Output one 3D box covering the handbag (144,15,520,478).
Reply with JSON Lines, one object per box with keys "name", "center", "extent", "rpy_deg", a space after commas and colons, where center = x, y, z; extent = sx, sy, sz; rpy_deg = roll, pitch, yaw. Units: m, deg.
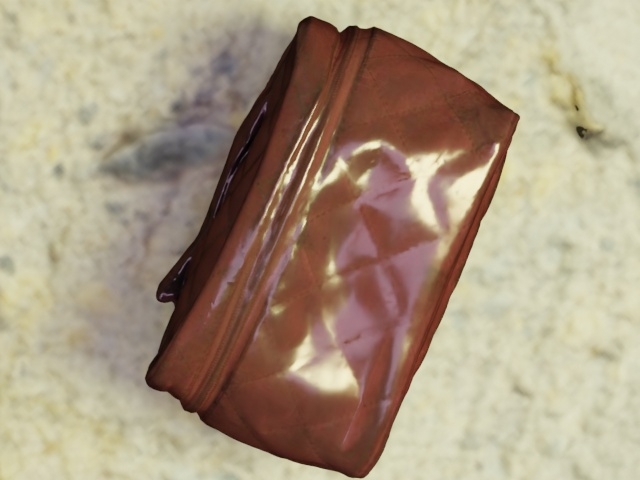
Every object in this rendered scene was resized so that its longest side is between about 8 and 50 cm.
{"name": "handbag", "center": [0.000, 0.000, 1.012], "extent": [0.135, 0.146, 0.225], "rpy_deg": [23, 95, -6]}
